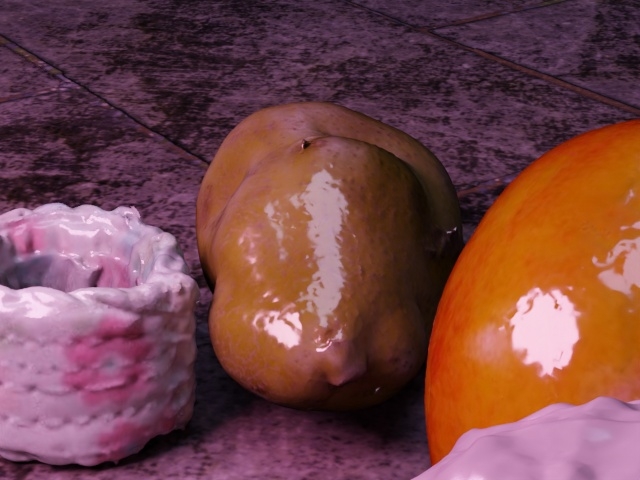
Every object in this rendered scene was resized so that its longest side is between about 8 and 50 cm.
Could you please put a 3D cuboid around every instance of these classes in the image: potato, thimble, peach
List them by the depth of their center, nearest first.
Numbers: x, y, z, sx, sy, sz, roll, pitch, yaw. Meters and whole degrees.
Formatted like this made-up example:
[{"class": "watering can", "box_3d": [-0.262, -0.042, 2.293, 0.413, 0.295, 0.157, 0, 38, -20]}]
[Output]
[{"class": "peach", "box_3d": [0.206, 0.090, 0.835, 0.308, 0.308, 0.332, 16, 71, 30]}, {"class": "thimble", "box_3d": [-0.187, 0.069, 1.041, 0.211, 0.149, 0.185, 11, 26, 24]}, {"class": "potato", "box_3d": [0.005, 0.018, 1.093, 0.218, 0.202, 0.351, 34, 23, -21]}]

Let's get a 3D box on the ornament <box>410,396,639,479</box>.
[{"class": "ornament", "box_3d": [0.134, 0.218, 0.513, 0.337, 0.337, 0.337, 0, 26, 0]}]
